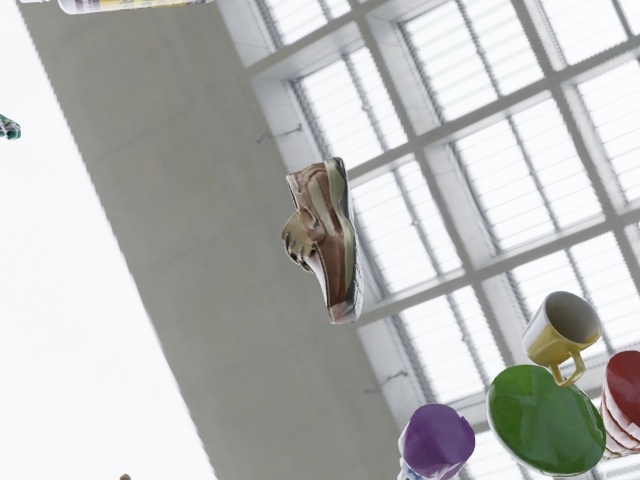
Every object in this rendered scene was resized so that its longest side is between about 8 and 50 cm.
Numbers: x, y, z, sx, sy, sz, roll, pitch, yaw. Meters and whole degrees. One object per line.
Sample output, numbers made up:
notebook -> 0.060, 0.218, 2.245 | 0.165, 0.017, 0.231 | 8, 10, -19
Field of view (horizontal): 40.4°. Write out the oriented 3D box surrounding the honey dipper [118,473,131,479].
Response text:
honey dipper -> -0.238, 0.391, 1.281 | 0.031, 0.030, 0.160 | -27, -56, 24

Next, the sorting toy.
sorting toy -> 0.232, 0.212, 0.914 | 0.127, 0.366, 0.126 | 65, -33, 37

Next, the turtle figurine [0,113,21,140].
turtle figurine -> -0.473, -0.137, 1.096 | 0.118, 0.175, 0.234 | 57, -34, 32

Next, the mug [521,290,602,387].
mug -> 0.224, 0.096, 0.837 | 0.062, 0.078, 0.064 | 31, -43, 2

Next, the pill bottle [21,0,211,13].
pill bottle -> -0.225, -0.313, 0.955 | 0.215, 0.117, 0.117 | -8, -84, -11

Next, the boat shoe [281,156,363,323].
boat shoe -> 0.000, 0.000, 1.402 | 0.120, 0.324, 0.122 | -8, -45, 2
